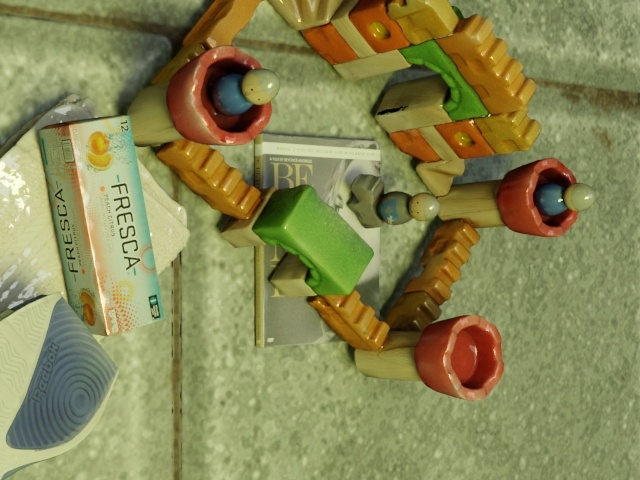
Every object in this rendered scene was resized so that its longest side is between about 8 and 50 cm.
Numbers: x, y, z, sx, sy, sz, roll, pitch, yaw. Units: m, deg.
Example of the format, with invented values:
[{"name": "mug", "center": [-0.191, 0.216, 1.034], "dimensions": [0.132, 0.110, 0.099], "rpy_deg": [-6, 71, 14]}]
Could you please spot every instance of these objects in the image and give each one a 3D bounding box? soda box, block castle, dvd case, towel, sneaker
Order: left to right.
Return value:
[{"name": "sneaker", "center": [-0.316, 0.164, 0.879], "dimensions": [0.315, 0.182, 0.127], "rpy_deg": [-53, 126, -41]}, {"name": "towel", "center": [-0.248, 0.021, 1.007], "dimensions": [0.187, 0.049, 0.282], "rpy_deg": [52, 60, -26]}, {"name": "soda box", "center": [-0.188, -0.014, 0.989], "dimensions": [0.063, 0.058, 0.183], "rpy_deg": [-15, 101, -40]}, {"name": "dvd case", "center": [0.000, 0.000, 1.230], "dimensions": [0.164, 0.018, 0.221], "rpy_deg": [0, 89, -39]}, {"name": "block castle", "center": [0.062, -0.084, 1.134], "dimensions": [0.453, 0.213, 0.303], "rpy_deg": [46, 60, -27]}]
